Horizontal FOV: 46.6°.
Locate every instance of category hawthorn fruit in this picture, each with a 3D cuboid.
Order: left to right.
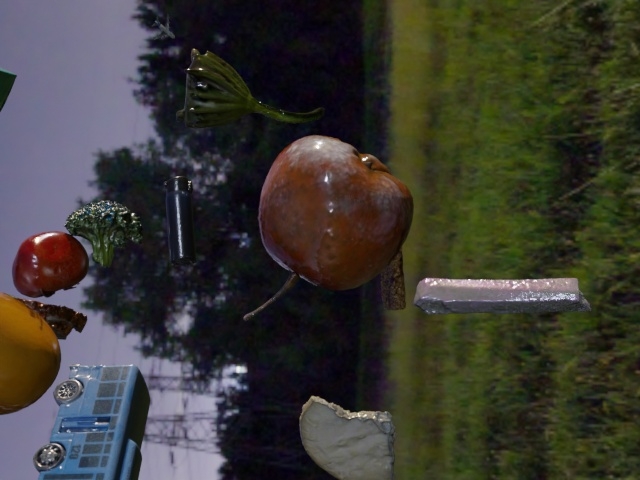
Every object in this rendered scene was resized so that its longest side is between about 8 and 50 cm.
[{"bbox_3d":[0.020,-0.036,1.132,0.263,0.235,0.231,112,158,-45],"label":"hawthorn fruit"}]

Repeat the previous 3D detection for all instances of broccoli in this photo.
[{"bbox_3d":[-0.516,-0.017,1.774,0.167,0.154,0.160,15,-99,-48],"label":"broccoli"}]

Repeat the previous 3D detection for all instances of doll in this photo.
[{"bbox_3d":[-0.545,0.209,1.208,0.236,0.213,0.213,-52,-1,-5],"label":"doll"}]

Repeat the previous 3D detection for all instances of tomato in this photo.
[{"bbox_3d":[-0.650,0.058,1.759,0.187,0.187,0.151,-100,-11,-80],"label":"tomato"}]

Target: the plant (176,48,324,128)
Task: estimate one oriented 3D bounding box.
[{"bbox_3d":[-0.168,-0.345,1.734,0.251,0.333,0.180,-72,-15,-59],"label":"plant"}]

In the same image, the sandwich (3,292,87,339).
[{"bbox_3d":[-0.686,0.203,1.882,0.235,0.159,0.079,42,-122,-62],"label":"sandwich"}]

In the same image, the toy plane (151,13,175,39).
[{"bbox_3d":[-0.413,-0.559,1.967,0.078,0.024,0.084,-64,-26,-6],"label":"toy plane"}]

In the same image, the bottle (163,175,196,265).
[{"bbox_3d":[-0.381,-0.055,2.036,0.072,0.082,0.245,88,173,-74],"label":"bottle"}]

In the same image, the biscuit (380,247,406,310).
[{"bbox_3d":[0.158,0.057,1.653,0.064,0.034,0.199,-1,95,63],"label":"biscuit"}]

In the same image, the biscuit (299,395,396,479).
[{"bbox_3d":[0.065,0.396,1.458,0.265,0.188,0.040,46,-158,-18],"label":"biscuit"}]

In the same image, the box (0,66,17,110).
[{"bbox_3d":[-0.832,-0.370,1.610,0.311,0.205,0.118,-73,8,-84],"label":"box"}]

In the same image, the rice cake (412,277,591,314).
[{"bbox_3d":[0.377,0.116,1.562,0.056,0.364,0.073,74,-159,-47],"label":"rice cake"}]

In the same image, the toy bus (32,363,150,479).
[{"bbox_3d":[-0.329,0.304,1.089,0.234,0.133,0.116,-90,-2,-46],"label":"toy bus"}]
